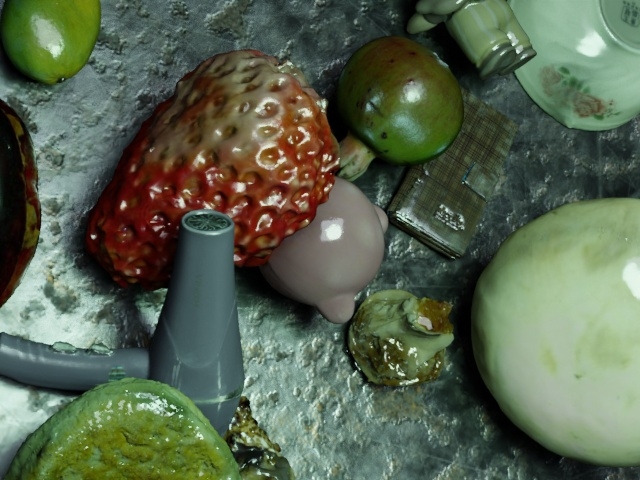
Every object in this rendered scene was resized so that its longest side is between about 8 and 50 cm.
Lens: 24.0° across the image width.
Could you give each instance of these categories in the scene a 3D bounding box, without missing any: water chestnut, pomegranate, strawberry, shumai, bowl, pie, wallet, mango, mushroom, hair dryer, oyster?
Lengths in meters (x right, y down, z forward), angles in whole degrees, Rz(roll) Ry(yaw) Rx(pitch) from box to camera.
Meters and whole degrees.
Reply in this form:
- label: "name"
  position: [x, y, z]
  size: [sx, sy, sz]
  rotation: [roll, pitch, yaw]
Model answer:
- label: "water chestnut"
  position: [-0.422, -0.029, 1.656]
  size: [0.300, 0.300, 0.300]
  rotation: [7, 73, -24]
- label: "pomegranate"
  position: [0.088, -0.165, 1.998]
  size: [0.210, 0.180, 0.180]
  rotation: [-44, 99, 8]
- label: "strawberry"
  position: [-0.143, -0.091, 1.799]
  size: [0.336, 0.149, 0.265]
  rotation: [-39, 58, -12]
- label: "shumai"
  position: [0.115, 0.121, 1.945]
  size: [0.146, 0.116, 0.145]
  rotation: [6, 75, -25]
- label: "bowl"
  position: [0.418, -0.310, 2.201]
  size: [0.277, 0.145, 0.277]
  rotation: [9, 71, -25]
- label: "pie"
  position: [-0.219, 0.287, 1.709]
  size: [0.277, 0.078, 0.277]
  rotation: [-5, 112, -13]
- label: "wallet"
  position: [0.185, -0.096, 2.081]
  size: [0.124, 0.042, 0.230]
  rotation: [32, 64, -12]
- label: "mango"
  position: [-0.328, -0.284, 1.856]
  size: [0.122, 0.085, 0.191]
  rotation: [15, 71, -19]
- label: "mushroom"
  position: [0.389, 0.103, 1.966]
  size: [0.353, 0.325, 0.353]
  rotation: [3, 54, -5]
- label: "hair dryer"
  position: [-0.263, 0.105, 1.733]
  size: [0.361, 0.121, 0.301]
  rotation: [3, 116, -7]
- label: "oyster"
  position: [-0.069, 0.349, 1.824]
  size: [0.129, 0.078, 0.345]
  rotation: [-12, 84, -20]

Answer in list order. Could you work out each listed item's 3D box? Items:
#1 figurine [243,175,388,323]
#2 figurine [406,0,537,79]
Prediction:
- label: "figurine"
  position: [0.000, 0.000, 1.895]
  size: [0.173, 0.173, 0.173]
  rotation: [7, 73, -24]
- label: "figurine"
  position: [0.174, -0.402, 2.069]
  size: [0.248, 0.203, 0.380]
  rotation: [-25, 89, -33]
